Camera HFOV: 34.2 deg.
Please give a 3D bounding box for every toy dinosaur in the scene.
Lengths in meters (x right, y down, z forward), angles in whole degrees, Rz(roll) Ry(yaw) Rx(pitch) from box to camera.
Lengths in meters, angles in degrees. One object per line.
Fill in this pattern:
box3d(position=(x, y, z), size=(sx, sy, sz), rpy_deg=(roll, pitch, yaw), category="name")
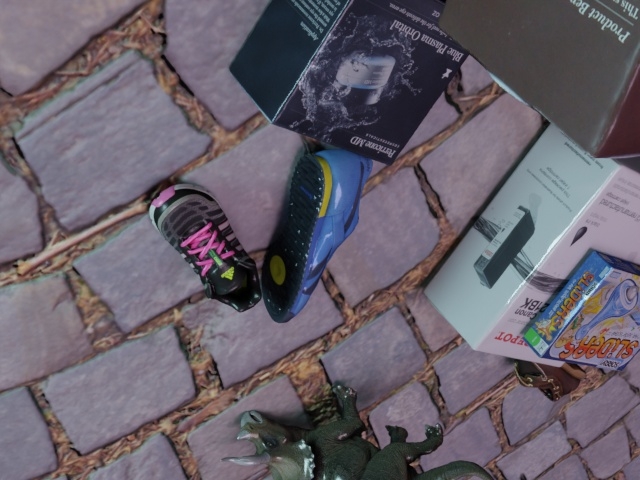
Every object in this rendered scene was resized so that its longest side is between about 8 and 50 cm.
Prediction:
box3d(position=(0.054, 0.278, 1.256), size=(0.121, 0.313, 0.160), rpy_deg=(95, 21, -53), category="toy dinosaur")

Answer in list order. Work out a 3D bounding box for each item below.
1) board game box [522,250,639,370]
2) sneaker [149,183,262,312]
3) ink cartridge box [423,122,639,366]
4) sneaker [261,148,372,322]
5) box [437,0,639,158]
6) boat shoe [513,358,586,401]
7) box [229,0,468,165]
box3d(position=(0.344, 0.089, 1.243), size=(0.201, 0.035, 0.136), rpy_deg=(13, 119, -45), category="board game box")
box3d(position=(-0.101, 0.012, 0.995), size=(0.063, 0.075, 0.170), rpy_deg=(-35, 139, -3), category="sneaker")
box3d(position=(0.283, 0.010, 1.241), size=(0.197, 0.114, 0.273), rpy_deg=(15, 118, -44), category="ink cartridge box")
box3d(position=(0.000, 0.000, 1.063), size=(0.082, 0.069, 0.209), rpy_deg=(-7, 131, -36), category="sneaker")
box3d(position=(0.206, -0.181, 0.622), size=(0.167, 0.168, 0.203), rpy_deg=(-8, 132, -31), category="box")
box3d(position=(0.306, 0.177, 1.445), size=(0.073, 0.073, 0.207), rpy_deg=(-46, 139, 7), category="boat shoe")
box3d(position=(0.034, -0.168, 0.913), size=(0.156, 0.093, 0.158), rpy_deg=(14, 119, -43), category="box")
